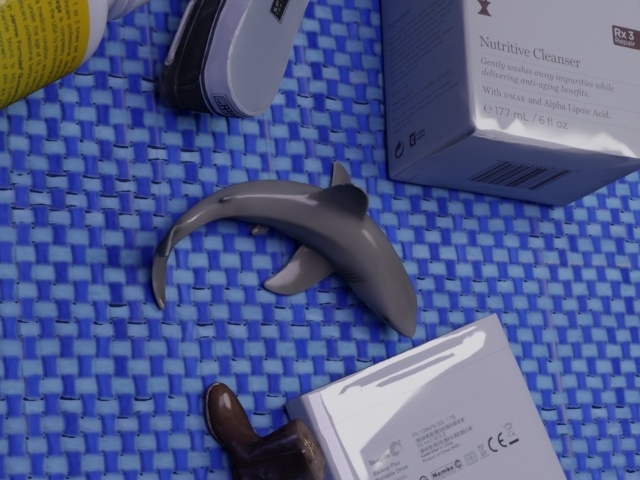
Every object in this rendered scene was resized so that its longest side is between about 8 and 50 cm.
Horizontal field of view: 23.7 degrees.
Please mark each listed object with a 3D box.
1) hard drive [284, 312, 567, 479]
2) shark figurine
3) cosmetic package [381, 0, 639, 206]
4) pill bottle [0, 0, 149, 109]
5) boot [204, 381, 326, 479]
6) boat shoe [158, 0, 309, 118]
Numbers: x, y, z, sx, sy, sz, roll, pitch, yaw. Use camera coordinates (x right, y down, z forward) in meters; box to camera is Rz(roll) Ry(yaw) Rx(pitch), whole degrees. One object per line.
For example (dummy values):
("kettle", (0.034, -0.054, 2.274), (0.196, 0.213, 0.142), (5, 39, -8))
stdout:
("hard drive", (0.133, 0.265, 1.347), (0.233, 0.047, 0.353), (-20, 84, -35))
("shark figurine", (-0.020, -0.020, 1.310), (0.278, 0.116, 0.166), (11, 67, -30))
("cosmetic package", (0.181, -0.244, 1.479), (0.217, 0.156, 0.385), (6, 72, -28))
("pill bottle", (-0.285, -0.182, 1.155), (0.334, 0.188, 0.188), (-34, 93, -34))
("boot", (-0.044, 0.154, 1.234), (0.037, 0.114, 0.106), (-20, 85, -35))
("boat shoe", (-0.059, -0.246, 1.364), (0.113, 0.105, 0.306), (40, 62, -53))
